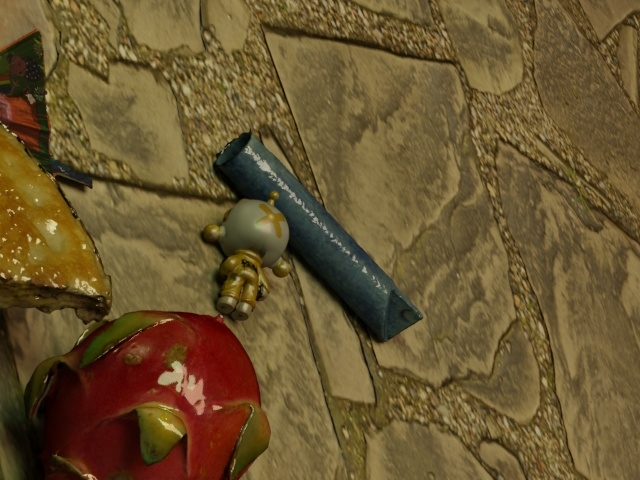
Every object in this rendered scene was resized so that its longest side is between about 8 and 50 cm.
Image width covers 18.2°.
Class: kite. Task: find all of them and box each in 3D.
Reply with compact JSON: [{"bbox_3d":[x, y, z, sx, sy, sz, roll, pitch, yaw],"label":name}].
[{"bbox_3d":[-0.319,-0.102,1.985,0.234,0.016,0.321,22,48,-41],"label":"kite"}]

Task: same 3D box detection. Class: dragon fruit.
[{"bbox_3d":[-0.159,0.171,1.808,0.224,0.224,0.227,55,44,-7],"label":"dragon fruit"}]

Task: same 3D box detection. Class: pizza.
[{"bbox_3d":[-0.336,-0.030,1.806,0.323,0.089,0.223,48,36,12],"label":"pizza"}]

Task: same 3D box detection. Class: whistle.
[{"bbox_3d":[0.000,0.000,2.279,0.304,0.062,0.062,47,35,-19],"label":"whistle"}]

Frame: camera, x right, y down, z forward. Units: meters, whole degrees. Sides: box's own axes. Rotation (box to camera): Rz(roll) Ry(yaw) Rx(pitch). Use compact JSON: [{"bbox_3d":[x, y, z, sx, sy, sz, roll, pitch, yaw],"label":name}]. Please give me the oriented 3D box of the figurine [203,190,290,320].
[{"bbox_3d":[-0.082,0.015,2.163,0.101,0.068,0.143,48,51,-5],"label":"figurine"}]
